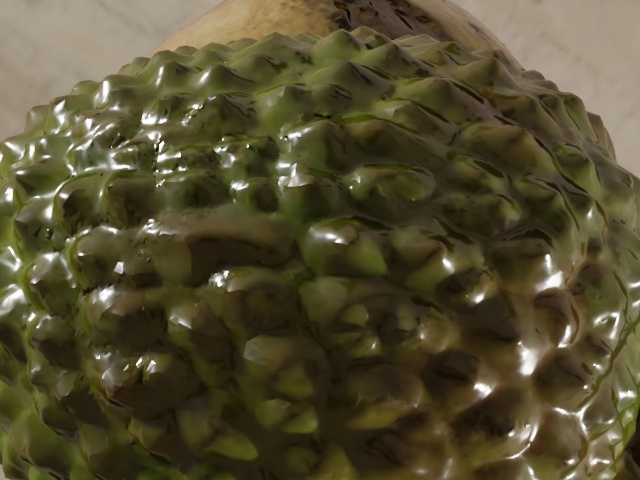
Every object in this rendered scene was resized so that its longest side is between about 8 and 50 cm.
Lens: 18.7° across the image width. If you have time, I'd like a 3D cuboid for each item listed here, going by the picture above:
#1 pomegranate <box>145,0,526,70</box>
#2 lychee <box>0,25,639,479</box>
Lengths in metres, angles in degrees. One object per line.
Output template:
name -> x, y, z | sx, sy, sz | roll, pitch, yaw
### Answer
pomegranate -> 0.000, 0.000, 1.117 | 0.322, 0.322, 0.322 | 16, -50, 20
lychee -> 0.018, 0.045, 0.748 | 0.320, 0.270, 0.270 | 42, -46, -7
